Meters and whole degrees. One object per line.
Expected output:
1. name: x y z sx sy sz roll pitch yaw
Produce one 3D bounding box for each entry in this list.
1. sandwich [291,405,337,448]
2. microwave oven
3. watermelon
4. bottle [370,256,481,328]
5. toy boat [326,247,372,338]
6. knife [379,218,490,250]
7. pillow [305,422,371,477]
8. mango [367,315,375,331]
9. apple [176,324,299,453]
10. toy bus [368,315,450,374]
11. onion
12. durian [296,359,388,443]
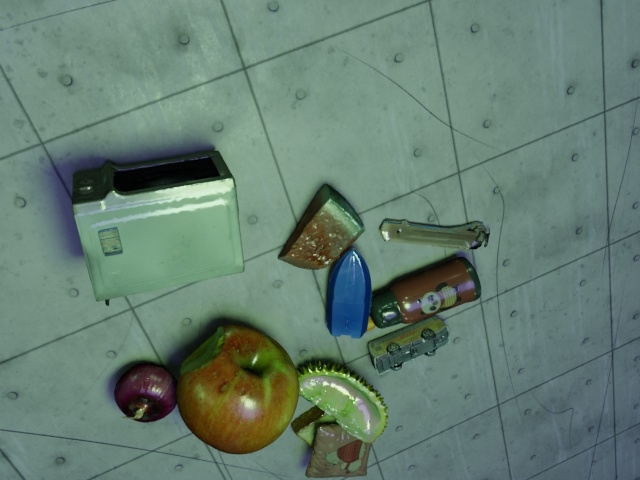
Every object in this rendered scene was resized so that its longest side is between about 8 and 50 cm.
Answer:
1. sandwich: 0.027 0.631 2.131 0.186 0.065 0.214 -37 122 0
2. microwave oven: -0.384 -0.045 1.533 0.355 0.218 0.286 -12 121 -15
3. watermelon: 0.000 0.000 1.774 0.257 0.140 0.193 -43 115 14
4. bottle: 0.307 0.169 1.951 0.336 0.144 0.144 -21 122 -7
5. toy boat: 0.087 0.146 1.866 0.129 0.088 0.295 5 124 4
6. knife: 0.341 -0.021 1.924 0.365 0.043 0.089 4 82 -20
7. pillow: 0.072 0.679 2.084 0.223 0.084 0.236 0 116 -21
8. mango: 0.143 0.254 1.987 0.089 0.046 0.060 -22 121 -12
9. apple: -0.231 0.415 1.770 0.340 0.339 0.339 -9 119 -16
10. toy bus: 0.279 0.330 2.043 0.268 0.106 0.092 -21 121 -12
11. onion: -0.480 0.425 1.785 0.177 0.153 0.177 -15 125 -24
12. durian: 0.070 0.486 1.983 0.352 0.158 0.169 35 71 -9
